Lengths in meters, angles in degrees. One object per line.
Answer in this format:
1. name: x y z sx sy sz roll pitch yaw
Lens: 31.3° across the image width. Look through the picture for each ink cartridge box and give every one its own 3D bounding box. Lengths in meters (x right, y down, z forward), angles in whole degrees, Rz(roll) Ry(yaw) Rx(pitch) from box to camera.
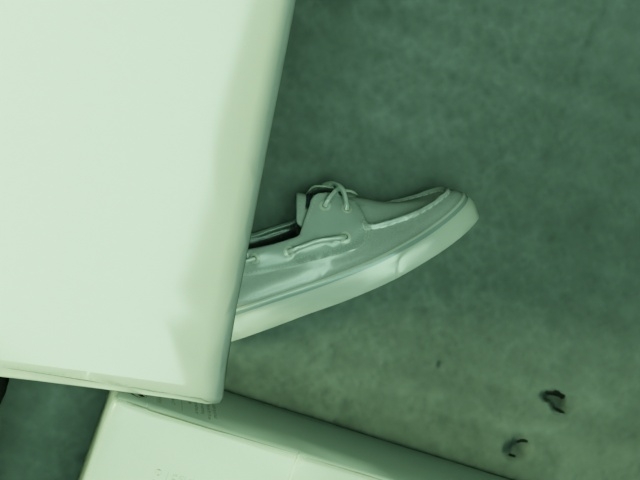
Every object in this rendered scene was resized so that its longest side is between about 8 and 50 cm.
1. ink cartridge box: -0.096 -0.155 0.499 0.166 0.285 0.394 11 93 -11

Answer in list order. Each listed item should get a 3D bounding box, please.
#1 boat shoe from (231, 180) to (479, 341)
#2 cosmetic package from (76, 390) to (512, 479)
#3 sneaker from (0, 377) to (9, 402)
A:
1. boat shoe: 0.000 0.000 0.673 0.184 0.066 0.063 -21 103 5
2. cosmetic package: -0.049 0.294 0.694 0.284 0.097 0.377 20 96 -9
3. sneaker: -0.241 0.199 0.653 0.140 0.125 0.340 21 102 -27
